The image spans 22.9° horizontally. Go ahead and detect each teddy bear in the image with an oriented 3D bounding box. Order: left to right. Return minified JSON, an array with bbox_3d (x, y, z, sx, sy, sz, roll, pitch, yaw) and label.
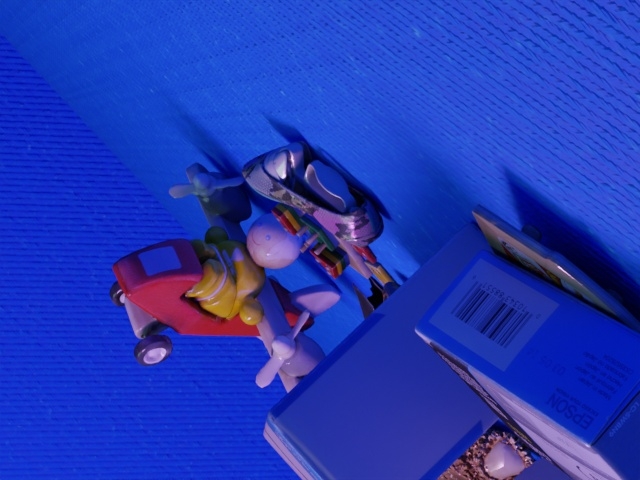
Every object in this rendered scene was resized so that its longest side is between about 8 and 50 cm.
[{"bbox_3d":[0.262,0.340,2.414,0.245,0.113,0.338,38,164,2],"label":"teddy bear"}]

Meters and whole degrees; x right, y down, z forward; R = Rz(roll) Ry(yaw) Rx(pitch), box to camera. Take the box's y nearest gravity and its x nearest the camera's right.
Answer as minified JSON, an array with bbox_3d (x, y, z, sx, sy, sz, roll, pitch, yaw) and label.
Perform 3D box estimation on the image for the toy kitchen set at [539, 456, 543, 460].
[{"bbox_3d":[0.373,0.386,2.108,0.166,0.122,0.207,39,-171,37],"label":"toy kitchen set"}]

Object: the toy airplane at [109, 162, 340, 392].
[{"bbox_3d":[-0.103,0.068,2.454,0.386,0.272,0.384,38,-150,-6],"label":"toy airplane"}]

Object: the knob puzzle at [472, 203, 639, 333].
[{"bbox_3d":[0.230,0.047,1.368,0.213,0.030,0.213,40,173,6],"label":"knob puzzle"}]

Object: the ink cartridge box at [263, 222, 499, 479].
[{"bbox_3d":[0.091,0.162,1.710,0.166,0.285,0.395,46,171,5],"label":"ink cartridge box"}]

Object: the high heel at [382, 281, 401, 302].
[{"bbox_3d":[0.156,0.151,2.129,0.186,0.093,0.261,62,-175,18],"label":"high heel"}]

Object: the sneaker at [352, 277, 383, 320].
[{"bbox_3d":[0.105,0.125,2.280,0.089,0.051,0.170,37,163,44],"label":"sneaker"}]

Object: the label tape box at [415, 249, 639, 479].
[{"bbox_3d":[0.266,0.174,1.419,0.334,0.106,0.240,46,172,-39],"label":"label tape box"}]

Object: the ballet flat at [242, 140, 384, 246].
[{"bbox_3d":[-0.011,-0.070,1.883,0.221,0.077,0.079,33,147,36],"label":"ballet flat"}]

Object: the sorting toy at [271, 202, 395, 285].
[{"bbox_3d":[0.000,0.000,2.198,0.274,0.046,0.132,37,168,44],"label":"sorting toy"}]

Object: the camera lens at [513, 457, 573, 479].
[{"bbox_3d":[0.335,0.391,1.838,0.219,0.219,0.274,37,168,44],"label":"camera lens"}]
